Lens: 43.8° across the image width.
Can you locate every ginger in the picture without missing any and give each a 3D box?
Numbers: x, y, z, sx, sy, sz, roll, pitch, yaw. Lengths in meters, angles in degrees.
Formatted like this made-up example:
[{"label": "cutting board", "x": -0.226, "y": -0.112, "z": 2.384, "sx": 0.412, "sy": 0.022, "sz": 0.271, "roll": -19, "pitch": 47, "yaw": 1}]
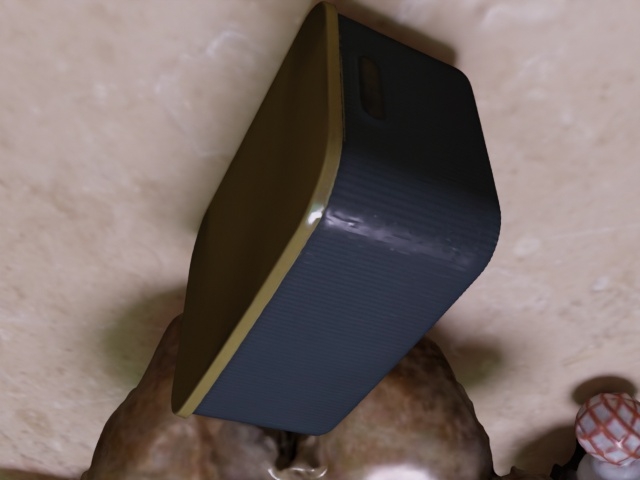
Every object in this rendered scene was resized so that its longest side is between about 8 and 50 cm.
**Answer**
[{"label": "ginger", "x": 0.003, "y": 0.156, "z": 0.516, "sx": 0.304, "sy": 0.244, "sz": 0.155, "roll": -9, "pitch": 156, "yaw": 4}]

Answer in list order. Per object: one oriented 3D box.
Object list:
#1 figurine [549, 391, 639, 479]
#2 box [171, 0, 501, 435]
[{"label": "figurine", "x": 0.301, "y": 0.223, "z": 0.597, "sx": 0.370, "sy": 0.167, "sz": 0.281, "roll": -32, "pitch": 108, "yaw": 20}, {"label": "box", "x": 0.000, "y": 0.000, "z": 0.409, "sx": 0.090, "sy": 0.144, "sz": 0.201, "roll": 17, "pitch": 134, "yaw": -19}]
